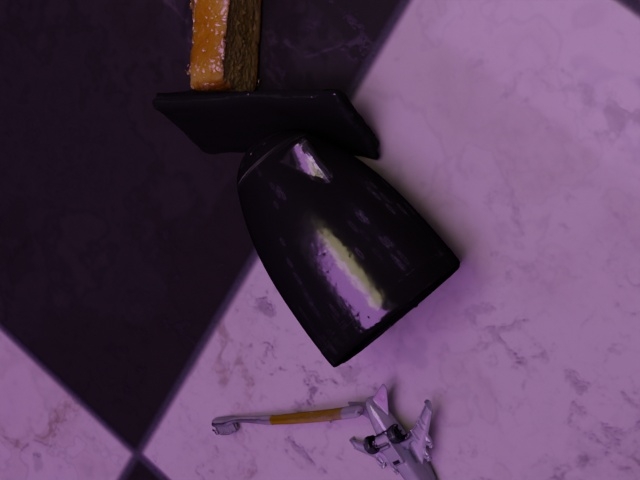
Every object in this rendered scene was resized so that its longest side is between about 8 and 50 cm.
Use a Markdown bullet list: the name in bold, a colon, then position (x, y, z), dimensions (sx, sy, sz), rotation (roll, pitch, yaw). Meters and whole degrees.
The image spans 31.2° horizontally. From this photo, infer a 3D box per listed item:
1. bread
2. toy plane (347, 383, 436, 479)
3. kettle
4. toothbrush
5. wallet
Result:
- **bread**: position (-0.124, -0.266, 1.516), dimensions (0.065, 0.103, 0.188), rotation (13, 104, 23)
- **toy plane**: position (0.107, 0.280, 1.556), dimensions (0.162, 0.065, 0.171), rotation (-34, 80, 42)
- **kettle**: position (0.000, 0.000, 1.472), dimensions (0.290, 0.207, 0.268), rotation (49, 154, 8)
- **toothbrush**: position (-0.051, 0.257, 1.637), dimensions (0.288, 0.021, 0.024), rotation (-12, 109, 39)
- **wallet**: position (-0.069, -0.153, 1.508), dimensions (0.285, 0.146, 0.030), rotation (3, 62, 27)
